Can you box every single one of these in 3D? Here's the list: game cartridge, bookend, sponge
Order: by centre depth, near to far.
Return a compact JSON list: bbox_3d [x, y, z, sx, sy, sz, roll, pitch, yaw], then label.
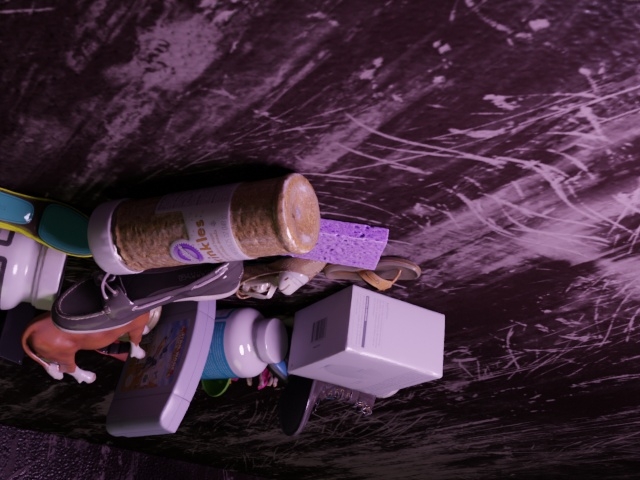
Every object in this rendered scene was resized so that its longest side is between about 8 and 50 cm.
[{"bbox_3d":[0.000,0.000,1.446,0.210,0.031,0.117,9,156,-5],"label":"sponge"},{"bbox_3d":[-0.305,0.234,1.724,0.198,0.297,0.062,-19,137,41],"label":"game cartridge"},{"bbox_3d":[-0.699,0.184,1.881,0.156,0.157,0.072,-8,152,28],"label":"bookend"}]

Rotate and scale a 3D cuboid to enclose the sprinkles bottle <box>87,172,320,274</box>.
[{"bbox_3d":[-0.181,-0.022,1.335,0.355,0.121,0.121,-7,153,26],"label":"sprinkles bottle"}]

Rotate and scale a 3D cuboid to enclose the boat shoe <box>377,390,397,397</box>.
[{"bbox_3d":[0.115,0.345,2.160,0.184,0.066,0.063,-5,156,46],"label":"boat shoe"}]

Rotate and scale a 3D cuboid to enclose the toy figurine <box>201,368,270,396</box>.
[{"bbox_3d":[-0.198,0.310,2.117,0.159,0.130,0.173,14,178,-39],"label":"toy figurine"}]

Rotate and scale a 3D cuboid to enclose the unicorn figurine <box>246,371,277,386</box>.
[{"bbox_3d":[-0.133,0.284,2.049,0.060,0.111,0.162,3,174,19],"label":"unicorn figurine"}]

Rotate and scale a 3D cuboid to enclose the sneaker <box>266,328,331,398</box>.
[{"bbox_3d":[-0.047,0.299,2.014,0.139,0.125,0.341,-6,151,36],"label":"sneaker"}]

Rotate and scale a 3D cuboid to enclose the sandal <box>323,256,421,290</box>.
[{"bbox_3d":[0.089,0.064,1.544,0.180,0.049,0.072,-2,155,19],"label":"sandal"}]

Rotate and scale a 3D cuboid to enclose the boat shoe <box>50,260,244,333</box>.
[{"bbox_3d":[-0.293,0.067,1.501,0.335,0.112,0.095,-13,144,-19],"label":"boat shoe"}]

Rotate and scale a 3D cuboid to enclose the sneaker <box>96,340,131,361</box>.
[{"bbox_3d":[-0.374,0.238,2.012,0.314,0.116,0.136,17,165,-7],"label":"sneaker"}]

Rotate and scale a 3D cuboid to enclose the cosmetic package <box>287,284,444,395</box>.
[{"bbox_3d":[0.090,0.204,1.748,0.225,0.138,0.224,21,152,-26],"label":"cosmetic package"}]

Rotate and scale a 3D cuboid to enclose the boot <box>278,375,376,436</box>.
[{"bbox_3d":[0.037,0.330,1.916,0.091,0.263,0.229,-5,149,47],"label":"boot"}]

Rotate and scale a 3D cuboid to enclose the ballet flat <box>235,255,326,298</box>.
[{"bbox_3d":[-0.074,0.070,1.576,0.206,0.067,0.073,-15,147,38],"label":"ballet flat"}]

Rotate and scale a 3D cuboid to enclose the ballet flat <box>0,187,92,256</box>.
[{"bbox_3d":[-0.471,-0.037,1.452,0.231,0.077,0.077,23,172,-27],"label":"ballet flat"}]

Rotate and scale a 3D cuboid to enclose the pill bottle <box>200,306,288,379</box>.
[{"bbox_3d":[-0.203,0.216,1.838,0.264,0.146,0.146,-6,153,28],"label":"pill bottle"}]

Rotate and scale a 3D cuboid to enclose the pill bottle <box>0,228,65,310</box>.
[{"bbox_3d":[-0.581,0.030,1.502,0.278,0.162,0.162,13,155,-13],"label":"pill bottle"}]

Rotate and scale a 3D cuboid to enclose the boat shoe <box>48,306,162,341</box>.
[{"bbox_3d":[-0.441,0.149,1.802,0.285,0.104,0.089,-11,153,36],"label":"boat shoe"}]

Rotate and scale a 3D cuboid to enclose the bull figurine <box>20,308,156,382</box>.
[{"bbox_3d":[-0.387,0.150,1.614,0.310,0.101,0.188,-19,137,-18],"label":"bull figurine"}]
